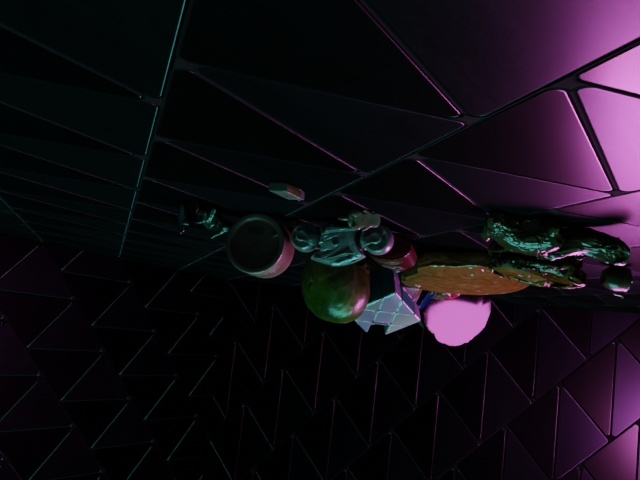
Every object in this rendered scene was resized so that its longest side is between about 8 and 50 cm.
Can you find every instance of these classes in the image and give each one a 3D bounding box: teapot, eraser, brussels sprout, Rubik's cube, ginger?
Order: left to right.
[{"bbox_3d":[-0.063,-0.093,1.345,0.038,0.019,0.083,2,171,24],"label":"eraser"},{"bbox_3d":[0.045,0.125,2.101,0.243,0.244,0.244,7,173,1],"label":"brussels sprout"},{"bbox_3d":[0.201,0.156,2.272,0.265,0.213,0.224,-23,131,21],"label":"Rubik's cube"},{"bbox_3d":[0.459,-0.006,1.383,0.289,0.084,0.122,11,151,-2],"label":"ginger"},{"bbox_3d":[0.790,0.106,1.909,0.080,0.085,0.110,8,-168,-1],"label":"teapot"}]

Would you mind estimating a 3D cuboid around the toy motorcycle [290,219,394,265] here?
[{"bbox_3d":[0.049,0.009,1.687,0.254,0.113,0.112,3,172,19],"label":"toy motorcycle"}]

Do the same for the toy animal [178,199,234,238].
[{"bbox_3d":[-0.263,-0.048,1.703,0.105,0.070,0.202,-19,157,27],"label":"toy animal"}]

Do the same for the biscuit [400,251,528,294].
[{"bbox_3d":[0.436,0.109,2.070,0.384,0.062,0.365,4,163,-7],"label":"biscuit"}]

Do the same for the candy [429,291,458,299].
[{"bbox_3d":[0.529,0.129,2.297,0.365,0.124,0.124,-3,172,7],"label":"candy"}]

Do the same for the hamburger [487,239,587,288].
[{"bbox_3d":[0.483,0.043,1.585,0.230,0.107,0.231,10,175,1],"label":"hamburger"}]

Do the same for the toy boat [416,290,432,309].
[{"bbox_3d":[0.259,0.158,2.434,0.291,0.210,0.071,5,130,16],"label":"toy boat"}]

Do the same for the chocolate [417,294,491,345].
[{"bbox_3d":[0.473,0.239,2.661,0.283,0.284,0.186,9,-166,-19],"label":"chocolate"}]

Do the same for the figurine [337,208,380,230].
[{"bbox_3d":[0.083,-0.047,1.505,0.083,0.047,0.050,3,-169,-37],"label":"figurine"}]

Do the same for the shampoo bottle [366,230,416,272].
[{"bbox_3d":[0.192,0.033,1.866,0.118,0.076,0.314,0,172,11],"label":"shampoo bottle"}]

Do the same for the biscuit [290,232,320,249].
[{"bbox_3d":[0.000,-0.002,1.922,0.289,0.038,0.141,3,171,14],"label":"biscuit"}]

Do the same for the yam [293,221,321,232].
[{"bbox_3d":[-0.025,-0.031,1.809,0.107,0.014,0.014,12,171,-35],"label":"yam"}]

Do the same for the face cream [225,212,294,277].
[{"bbox_3d":[-0.147,0.014,1.741,0.149,0.149,0.104,5,172,13],"label":"face cream"}]
